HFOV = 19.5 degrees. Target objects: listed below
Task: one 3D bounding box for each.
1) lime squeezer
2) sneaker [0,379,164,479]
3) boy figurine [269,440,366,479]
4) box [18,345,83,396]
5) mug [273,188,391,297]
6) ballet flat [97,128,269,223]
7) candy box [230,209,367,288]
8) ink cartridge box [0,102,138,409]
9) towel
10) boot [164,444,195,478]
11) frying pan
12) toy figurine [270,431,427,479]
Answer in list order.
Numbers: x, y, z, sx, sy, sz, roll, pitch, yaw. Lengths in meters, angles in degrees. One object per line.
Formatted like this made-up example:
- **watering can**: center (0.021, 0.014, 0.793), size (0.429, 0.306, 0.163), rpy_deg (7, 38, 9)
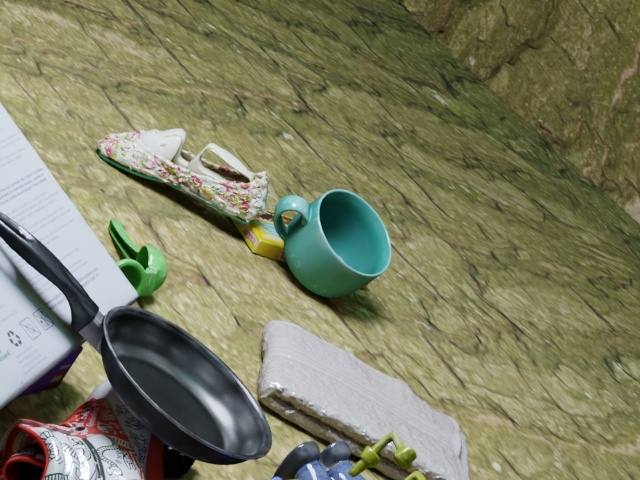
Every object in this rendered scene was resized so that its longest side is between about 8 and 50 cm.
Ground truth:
- **lime squeezer**: center (-0.234, 0.028, 2.106), size (0.110, 0.059, 0.310), rpy_deg (35, 19, 3)
- **sneaker**: center (-0.219, 0.182, 1.672), size (0.145, 0.090, 0.270), rpy_deg (30, 20, -25)
- **boy figurine**: center (0.077, 0.315, 1.840), size (0.285, 0.092, 0.177), rpy_deg (44, 21, 28)
- **box**: center (-0.378, 0.074, 1.733), size (0.201, 0.057, 0.293), rpy_deg (41, 19, 17)
- **mug**: center (0.007, 0.000, 2.472), size (0.157, 0.097, 0.129), rpy_deg (54, 39, -1)
- **ballet flat**: center (-0.174, -0.103, 2.471), size (0.241, 0.077, 0.091), rpy_deg (24, 22, -6)
- **candy box**: center (-0.029, 0.005, 2.564), size (0.206, 0.027, 0.105), rpy_deg (18, 27, -38)
- **ink cartridge box**: center (-0.339, -0.018, 1.701), size (0.330, 0.071, 0.324), rpy_deg (53, 23, -2)
- **towel**: center (0.053, 0.200, 2.166), size (0.282, 0.049, 0.187), rpy_deg (30, 18, -10)
- **boot**: center (-0.156, 0.182, 1.857), size (0.099, 0.045, 0.121), rpy_deg (34, 25, 9)
- **frying pan**: center (-0.175, 0.108, 1.688), size (0.326, 0.053, 0.197), rpy_deg (32, 18, -30)
- **toy figurine**: center (0.001, 0.251, 1.611), size (0.217, 0.191, 0.362), rpy_deg (46, 8, -34)
